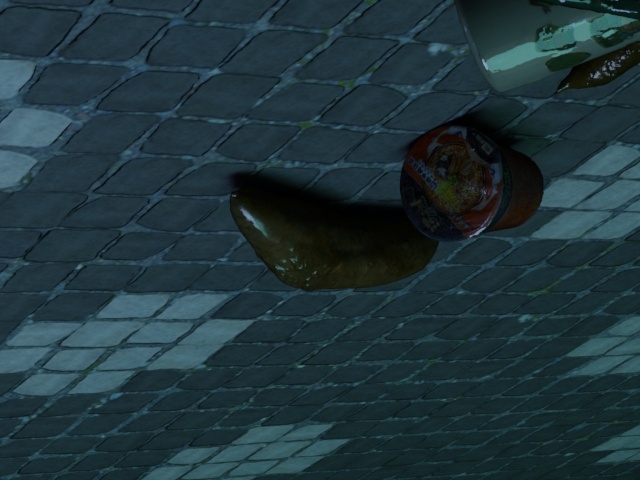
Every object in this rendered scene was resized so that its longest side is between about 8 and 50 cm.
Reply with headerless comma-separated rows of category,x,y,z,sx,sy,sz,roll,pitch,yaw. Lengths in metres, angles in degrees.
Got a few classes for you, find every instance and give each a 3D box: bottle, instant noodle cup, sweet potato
bottle,0.249,-0.222,1.621,0.253,0.120,0.120,-19,159,13
instant noodle cup,0.171,-0.058,2.008,0.127,0.127,0.136,-27,164,30
sweet potato,-0.001,0.003,2.076,0.341,0.092,0.114,9,124,-47
sweet potato,0.325,-0.212,1.778,0.067,0.067,0.274,3,149,-40

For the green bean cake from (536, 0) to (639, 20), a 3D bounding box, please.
green bean cake,0.270,-0.235,1.359,0.300,0.169,0.308,4,-167,-35
